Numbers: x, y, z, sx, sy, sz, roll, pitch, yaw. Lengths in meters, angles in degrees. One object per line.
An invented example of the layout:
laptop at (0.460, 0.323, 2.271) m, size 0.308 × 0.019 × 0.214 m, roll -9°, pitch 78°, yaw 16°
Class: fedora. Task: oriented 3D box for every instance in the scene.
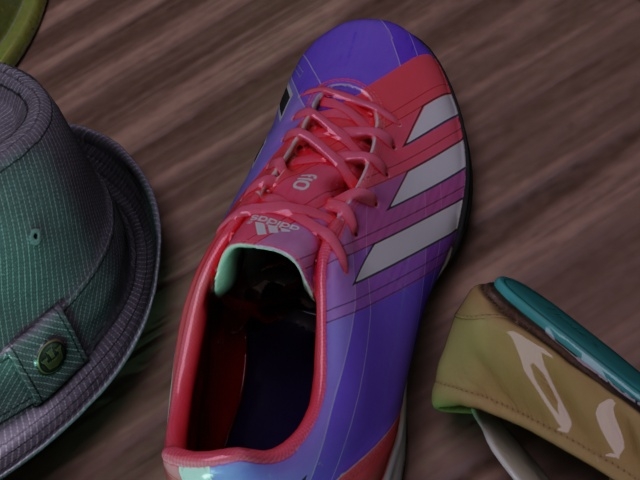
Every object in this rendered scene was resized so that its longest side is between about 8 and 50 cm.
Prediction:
fedora at (-0.213, 0.004, 0.674) m, size 0.275 × 0.124 × 0.244 m, roll -37°, pitch 51°, yaw -21°

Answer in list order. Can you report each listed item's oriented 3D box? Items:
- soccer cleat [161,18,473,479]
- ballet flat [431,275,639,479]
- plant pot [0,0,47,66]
soccer cleat at (0.000, 0.000, 0.624) m, size 0.109 × 0.116 × 0.318 m, roll -1°, pitch 54°, yaw 20°
ballet flat at (0.136, 0.097, 0.540) m, size 0.232 × 0.080 × 0.073 m, roll 36°, pitch 100°, yaw 40°
plant pot at (-0.345, -0.209, 0.828) m, size 0.276 × 0.254 × 0.276 m, roll -11°, pitch 50°, yaw 13°
